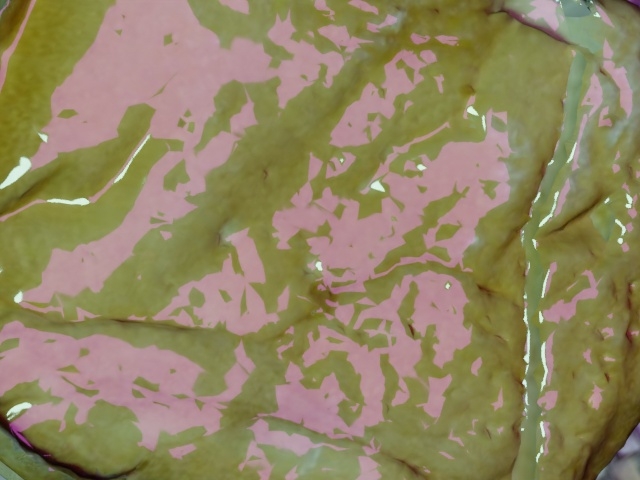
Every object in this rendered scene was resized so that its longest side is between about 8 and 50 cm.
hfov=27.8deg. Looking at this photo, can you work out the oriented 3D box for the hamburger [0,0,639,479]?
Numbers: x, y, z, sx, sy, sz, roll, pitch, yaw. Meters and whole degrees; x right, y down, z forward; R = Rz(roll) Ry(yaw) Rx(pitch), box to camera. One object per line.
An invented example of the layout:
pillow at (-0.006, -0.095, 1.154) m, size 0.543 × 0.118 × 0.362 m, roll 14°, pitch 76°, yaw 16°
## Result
hamburger at (-0.001, 0.001, 0.483) m, size 0.283 × 0.144 × 0.260 m, roll 23°, pitch 89°, yaw -9°
